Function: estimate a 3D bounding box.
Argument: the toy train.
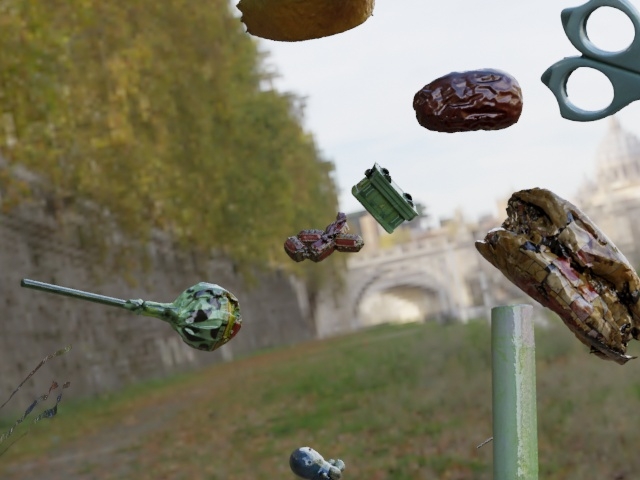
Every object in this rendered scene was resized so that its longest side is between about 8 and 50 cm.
[{"bbox_3d":[0.084,-0.055,1.807,0.056,0.093,0.038,-39,20,11],"label":"toy train"}]

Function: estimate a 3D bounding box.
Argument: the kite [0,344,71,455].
[{"bbox_3d":[-0.373,0.227,1.485,0.310,0.015,0.169,-46,28,9],"label":"kite"}]

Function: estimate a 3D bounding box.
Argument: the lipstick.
[{"bbox_3d":[0.313,0.259,2.238,0.076,0.304,0.076,-1,-11,0],"label":"lipstick"}]

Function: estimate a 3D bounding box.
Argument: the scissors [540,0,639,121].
[{"bbox_3d":[0.479,-0.210,1.849,0.360,0.191,0.029,20,28,14],"label":"scissors"}]

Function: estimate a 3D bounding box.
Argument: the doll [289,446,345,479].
[{"bbox_3d":[-0.008,0.343,2.076,0.083,0.050,0.076,31,2,2],"label":"doll"}]

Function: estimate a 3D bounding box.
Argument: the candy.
[{"bbox_3d":[-0.247,0.079,1.825,0.305,0.091,0.083,15,-5,-25],"label":"candy"}]

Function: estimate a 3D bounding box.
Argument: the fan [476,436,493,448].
[{"bbox_3d":[0.335,0.339,2.472,0.113,0.005,0.175,-30,-10,-16],"label":"fan"}]

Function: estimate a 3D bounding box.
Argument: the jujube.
[{"bbox_3d":[0.170,-0.161,1.603,0.129,0.077,0.077,-8,-4,-8],"label":"jujube"}]

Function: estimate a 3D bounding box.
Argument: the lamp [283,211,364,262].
[{"bbox_3d":[0.000,0.000,1.501,0.083,0.031,0.063,-16,30,-14],"label":"lamp"}]

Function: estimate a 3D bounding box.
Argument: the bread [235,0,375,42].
[{"bbox_3d":[-0.002,-0.364,1.998,0.229,0.143,0.139,-25,37,-23],"label":"bread"}]

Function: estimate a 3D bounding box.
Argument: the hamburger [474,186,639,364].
[{"bbox_3d":[0.277,0.041,1.518,0.107,0.231,0.231,-50,-3,-2],"label":"hamburger"}]
